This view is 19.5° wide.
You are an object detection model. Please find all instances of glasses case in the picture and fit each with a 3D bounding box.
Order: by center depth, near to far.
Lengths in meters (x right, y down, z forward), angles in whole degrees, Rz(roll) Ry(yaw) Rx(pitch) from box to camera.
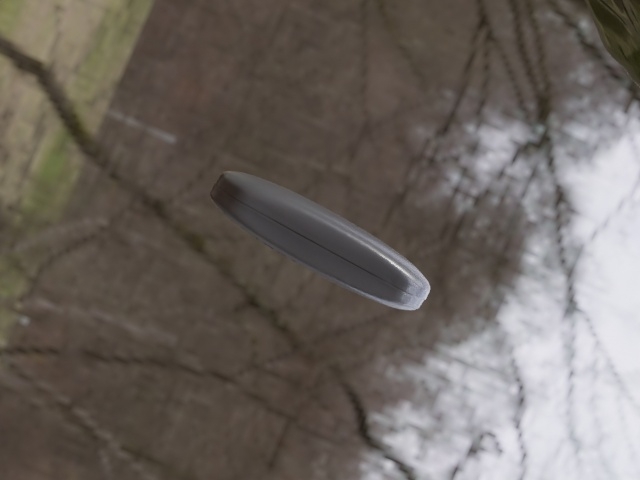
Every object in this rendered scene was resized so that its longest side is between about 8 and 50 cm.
[{"bbox_3d":[0.000,0.000,1.520,0.049,0.197,0.076,-61,-172,7],"label":"glasses case"}]

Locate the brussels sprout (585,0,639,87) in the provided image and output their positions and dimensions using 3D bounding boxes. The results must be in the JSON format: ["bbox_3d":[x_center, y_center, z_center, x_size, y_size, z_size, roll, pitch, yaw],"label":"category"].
[{"bbox_3d":[0.299,-0.197,1.151,0.355,0.289,0.281,-7,121,-54],"label":"brussels sprout"}]
